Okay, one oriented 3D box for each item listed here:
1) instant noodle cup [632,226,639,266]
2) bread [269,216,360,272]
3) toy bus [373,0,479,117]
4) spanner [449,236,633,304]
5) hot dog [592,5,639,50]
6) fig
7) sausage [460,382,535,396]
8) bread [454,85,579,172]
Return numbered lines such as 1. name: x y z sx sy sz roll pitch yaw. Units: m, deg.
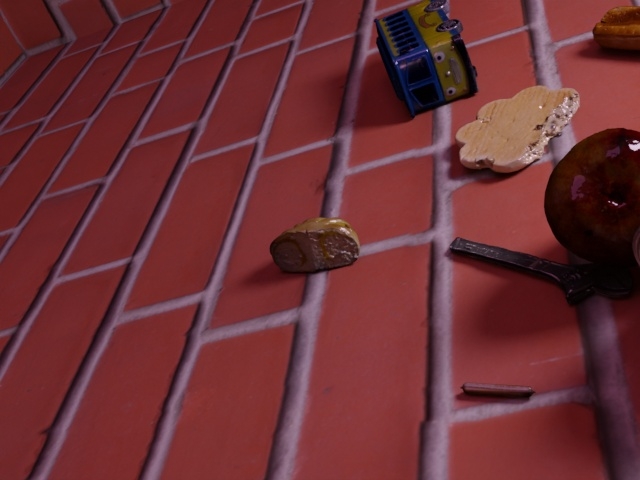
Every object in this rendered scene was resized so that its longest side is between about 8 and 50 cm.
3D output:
1. instant noodle cup: 0.497 -0.009 1.047 0.200 0.264 0.264 -42 33 -11
2. bread: 0.000 0.000 1.554 0.157 0.083 0.094 0 26 37
3. toy bus: 0.219 -0.390 1.932 0.175 0.138 0.288 -20 31 7
4. spanner: 0.305 0.033 1.325 0.093 0.026 0.325 -38 32 -24
5. hot dog: 0.618 -0.390 1.713 0.100 0.068 0.249 -48 34 -16
6. fig: 0.391 -0.084 1.268 0.190 0.191 0.290 -18 27 11
7. sausage: 0.221 0.187 1.156 0.100 0.015 0.015 -3 37 34
8. bread: 0.341 -0.199 1.645 0.181 0.039 0.251 10 45 45
